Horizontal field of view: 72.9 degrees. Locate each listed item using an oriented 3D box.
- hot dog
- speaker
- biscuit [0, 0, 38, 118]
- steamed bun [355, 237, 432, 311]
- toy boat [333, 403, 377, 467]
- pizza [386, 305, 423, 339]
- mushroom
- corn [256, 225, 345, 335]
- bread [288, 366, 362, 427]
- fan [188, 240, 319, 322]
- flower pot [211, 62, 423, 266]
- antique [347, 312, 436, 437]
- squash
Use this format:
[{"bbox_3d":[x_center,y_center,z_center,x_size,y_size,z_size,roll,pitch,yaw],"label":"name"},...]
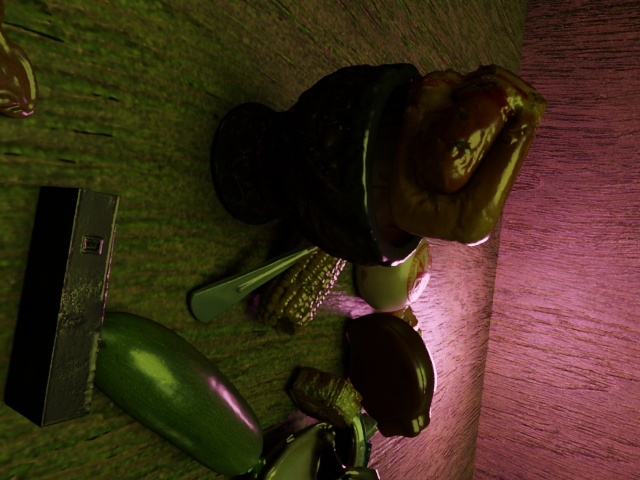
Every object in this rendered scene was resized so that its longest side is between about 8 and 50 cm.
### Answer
[{"bbox_3d":[0.174,-0.123,0.513,0.257,0.150,0.153,-51,147,-39],"label":"hot dog"},{"bbox_3d":[-0.254,0.057,0.427,0.044,0.082,0.218,11,85,-57],"label":"speaker"},{"bbox_3d":[-0.334,-0.182,0.293,0.290,0.041,0.208,37,66,-53],"label":"biscuit"},{"bbox_3d":[0.193,0.063,1.058,0.232,0.145,0.232,-15,108,-55],"label":"steamed bun"},{"bbox_3d":[0.058,0.461,0.940,0.115,0.114,0.262,6,106,-48],"label":"toy boat"},{"bbox_3d":[0.223,0.319,1.214,0.223,0.089,0.323,45,59,-47],"label":"pizza"},{"bbox_3d":[-0.040,0.477,0.792,0.292,0.212,0.217,-23,72,-29],"label":"mushroom"},{"bbox_3d":[0.000,0.000,0.778,0.363,0.120,0.120,-60,141,-25],"label":"corn"},{"bbox_3d":[0.014,0.307,0.843,0.069,0.128,0.140,-59,145,-32],"label":"bread"},{"bbox_3d":[-0.069,0.036,0.663,0.282,0.023,0.057,-30,123,-22],"label":"fan"},{"bbox_3d":[0.004,-0.108,0.623,0.266,0.267,0.266,-20,114,-55],"label":"flower pot"},{"bbox_3d":[0.160,0.298,0.991,0.129,0.223,0.278,-10,72,-42],"label":"antique"},{"bbox_3d":[-0.164,0.221,0.573,0.107,0.107,0.395,-58,139,-34],"label":"squash"}]
